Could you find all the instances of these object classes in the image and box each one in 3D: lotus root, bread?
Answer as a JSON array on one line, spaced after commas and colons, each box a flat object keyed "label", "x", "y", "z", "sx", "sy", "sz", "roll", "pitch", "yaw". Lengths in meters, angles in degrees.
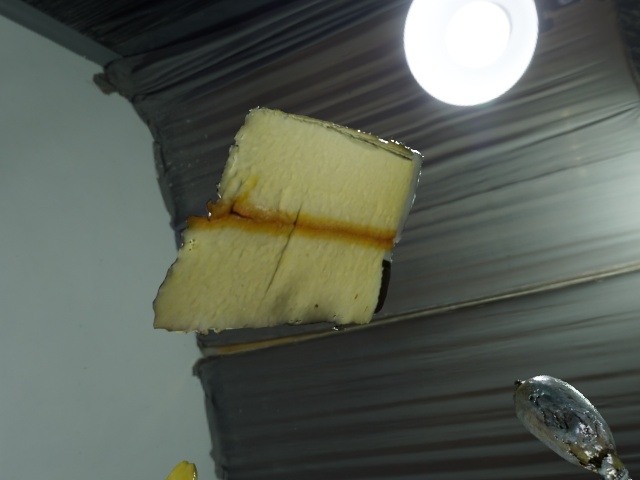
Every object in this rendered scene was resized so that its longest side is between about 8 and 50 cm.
[{"label": "lotus root", "x": 0.309, "y": 0.230, "z": 0.581, "sx": 0.088, "sy": 0.088, "sz": 0.165, "roll": 63, "pitch": -7, "yaw": -32}, {"label": "bread", "x": -0.001, "y": -0.028, "z": 0.694, "sx": 0.405, "sy": 0.242, "sz": 0.345, "roll": 7, "pitch": 97, "yaw": -79}]

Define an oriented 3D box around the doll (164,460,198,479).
[{"label": "doll", "x": -0.034, "y": 0.371, "z": 0.507, "sx": 0.094, "sy": 0.160, "sz": 0.365, "roll": -38, "pitch": 121, "yaw": -28}]
